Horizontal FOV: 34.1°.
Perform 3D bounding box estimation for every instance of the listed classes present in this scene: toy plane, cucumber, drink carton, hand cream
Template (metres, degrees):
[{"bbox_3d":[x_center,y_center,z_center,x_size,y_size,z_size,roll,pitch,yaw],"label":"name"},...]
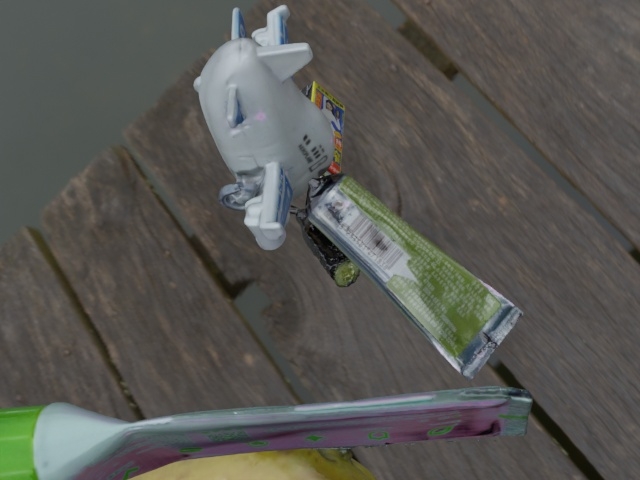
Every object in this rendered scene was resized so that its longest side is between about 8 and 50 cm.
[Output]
[{"bbox_3d":[-0.052,-0.123,1.078,0.123,0.267,0.266,-2,68,8],"label":"toy plane"},{"bbox_3d":[0.000,0.000,1.171,0.043,0.039,0.163,-5,28,-18],"label":"cucumber"},{"bbox_3d":[-0.008,-0.151,1.527,0.056,0.071,0.165,-30,37,31],"label":"drink carton"},{"bbox_3d":[0.077,0.024,0.974,0.235,0.055,0.086,41,77,-2],"label":"hand cream"},{"bbox_3d":[-0.035,0.096,0.516,0.275,0.079,0.050,-6,94,6],"label":"hand cream"}]

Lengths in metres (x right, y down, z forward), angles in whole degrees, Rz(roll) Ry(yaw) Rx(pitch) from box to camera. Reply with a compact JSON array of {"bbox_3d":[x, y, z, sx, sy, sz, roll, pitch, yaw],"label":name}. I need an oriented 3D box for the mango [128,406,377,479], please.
[{"bbox_3d":[-0.105,0.293,1.000,0.365,0.182,0.253,-12,77,17],"label":"mango"}]
